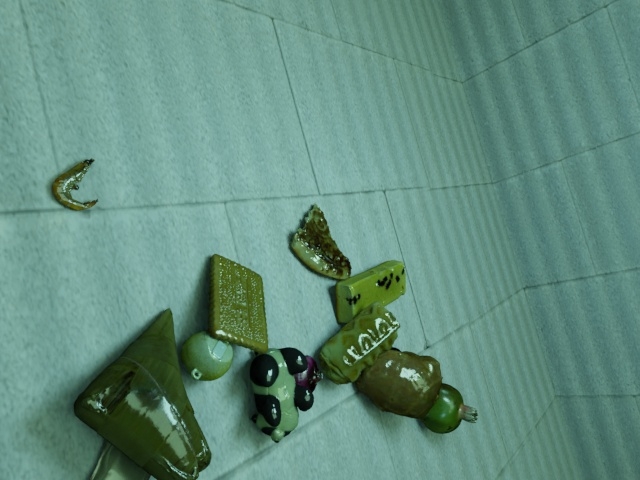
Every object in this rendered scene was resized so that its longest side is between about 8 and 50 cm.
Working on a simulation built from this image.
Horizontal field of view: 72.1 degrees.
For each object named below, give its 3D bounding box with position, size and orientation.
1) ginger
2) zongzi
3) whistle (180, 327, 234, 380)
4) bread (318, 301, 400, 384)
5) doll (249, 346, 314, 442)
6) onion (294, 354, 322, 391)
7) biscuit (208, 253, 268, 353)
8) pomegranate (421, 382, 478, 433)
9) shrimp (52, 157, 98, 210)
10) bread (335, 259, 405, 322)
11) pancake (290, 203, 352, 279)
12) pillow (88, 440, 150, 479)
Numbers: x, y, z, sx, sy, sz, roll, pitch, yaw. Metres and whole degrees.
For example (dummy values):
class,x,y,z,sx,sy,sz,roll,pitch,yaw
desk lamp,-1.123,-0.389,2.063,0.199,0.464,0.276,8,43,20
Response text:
class,x,y,z,sx,sy,sz,roll,pitch,yaw
ginger,0.266,0.462,1.426,0.270,0.223,0.200,18,85,-48
zongzi,-0.303,0.313,0.917,0.274,0.145,0.300,43,35,-7
whistle,-0.260,0.250,1.051,0.122,0.123,0.223,55,24,-18
bread,0.113,0.322,1.342,0.268,0.130,0.152,-36,96,-24
doll,-0.108,0.385,1.118,0.144,0.135,0.233,-7,81,-39
onion,-0.041,0.377,1.218,0.115,0.105,0.115,-8,90,-68
biscuit,-0.204,0.153,1.109,0.172,0.029,0.254,31,31,-37
pomegranate,0.458,0.608,1.584,0.180,0.210,0.179,-3,94,-49
shrimp,-0.515,-0.124,0.953,0.091,0.025,0.127,40,55,-30
bread,0.187,0.171,1.532,0.362,0.077,0.138,-17,106,-48
pancake,0.000,0.000,1.448,0.266,0.057,0.244,25,51,-44
pillow,-0.390,0.461,0.864,0.131,0.038,0.232,36,47,-23
